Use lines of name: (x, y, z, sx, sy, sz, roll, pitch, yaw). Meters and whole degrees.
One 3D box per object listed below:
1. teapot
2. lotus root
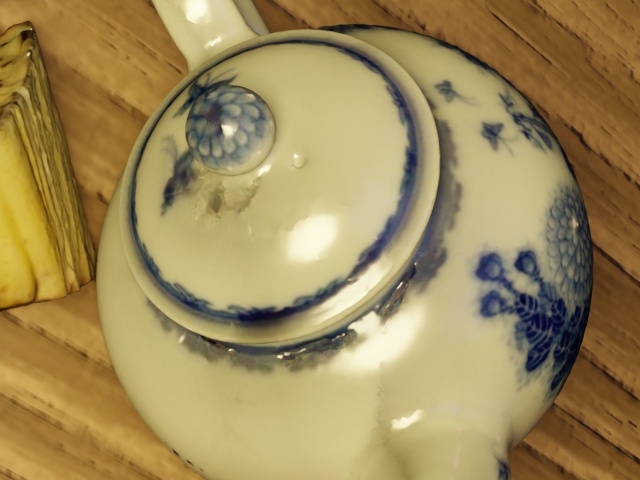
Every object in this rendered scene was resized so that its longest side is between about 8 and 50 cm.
teapot: (0.000, 0.000, 0.908, 0.424, 0.252, 0.280, 66, 8, 31)
lotus root: (-0.170, -0.025, 0.902, 0.159, 0.095, 0.135, -67, 142, -74)
